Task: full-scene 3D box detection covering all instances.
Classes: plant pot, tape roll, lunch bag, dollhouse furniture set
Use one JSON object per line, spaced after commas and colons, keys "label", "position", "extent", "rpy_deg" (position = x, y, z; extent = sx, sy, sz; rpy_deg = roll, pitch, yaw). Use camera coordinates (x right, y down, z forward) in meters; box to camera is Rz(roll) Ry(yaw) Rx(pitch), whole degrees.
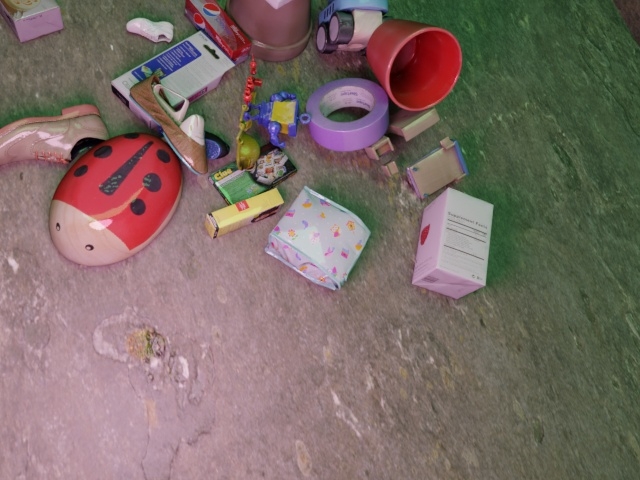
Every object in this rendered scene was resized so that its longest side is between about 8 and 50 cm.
{"label": "plant pot", "position": [-0.159, -0.837, 1.758], "extent": [0.322, 0.280, 0.324], "rpy_deg": [6, 67, -15]}
{"label": "tape roll", "position": [0.092, -0.426, 1.717], "extent": [0.274, 0.090, 0.275], "rpy_deg": [-4, 53, 5]}
{"label": "plant pot", "position": [0.288, -0.601, 1.696], "extent": [0.274, 0.275, 0.243], "rpy_deg": [-8, 39, -21]}
{"label": "lunch bag", "position": [0.000, 0.000, 1.548], "extent": [0.262, 0.160, 0.223], "rpy_deg": [32, 62, 2]}
{"label": "dollhouse furniture set", "position": [0.322, -0.285, 1.819], "extent": [0.286, 0.198, 0.304], "rpy_deg": [-33, 114, -5]}

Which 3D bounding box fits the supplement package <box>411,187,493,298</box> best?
{"label": "supplement package", "position": [0.432, 0.012, 1.672], "extent": [0.175, 0.177, 0.293], "rpy_deg": [19, 64, -10]}

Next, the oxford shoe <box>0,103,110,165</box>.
{"label": "oxford shoe", "position": [-0.763, -0.268, 1.424], "extent": [0.348, 0.123, 0.130], "rpy_deg": [-30, 86, -25]}

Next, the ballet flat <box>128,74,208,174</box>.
{"label": "ballet flat", "position": [-0.417, -0.352, 1.493], "extent": [0.124, 0.116, 0.342], "rpy_deg": [-42, 80, 12]}

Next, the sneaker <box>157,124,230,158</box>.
{"label": "sneaker", "position": [-0.392, -0.313, 1.592], "extent": [0.232, 0.082, 0.090], "rpy_deg": [27, 18, 11]}

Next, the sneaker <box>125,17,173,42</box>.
{"label": "sneaker", "position": [-0.564, -0.695, 1.694], "extent": [0.152, 0.054, 0.061], "rpy_deg": [-2, 73, -20]}

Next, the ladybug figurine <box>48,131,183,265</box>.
{"label": "ladybug figurine", "position": [-0.557, -0.140, 1.416], "extent": [0.305, 0.162, 0.450], "rpy_deg": [30, 63, -5]}

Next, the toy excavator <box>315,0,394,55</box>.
{"label": "toy excavator", "position": [0.095, -0.913, 1.882], "extent": [0.222, 0.433, 0.446], "rpy_deg": [-4, 99, -19]}

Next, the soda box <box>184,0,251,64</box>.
{"label": "soda box", "position": [-0.354, -0.727, 1.753], "extent": [0.083, 0.092, 0.263], "rpy_deg": [-36, 84, -28]}

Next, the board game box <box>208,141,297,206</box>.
{"label": "board game box", "position": [-0.213, -0.211, 1.633], "extent": [0.259, 0.030, 0.136], "rpy_deg": [-34, 85, -26]}

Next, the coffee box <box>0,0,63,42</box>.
{"label": "coffee box", "position": [-0.927, -0.753, 1.571], "extent": [0.141, 0.098, 0.247], "rpy_deg": [-33, 83, -26]}

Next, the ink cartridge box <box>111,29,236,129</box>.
{"label": "ink cartridge box", "position": [-0.466, -0.526, 1.653], "extent": [0.176, 0.069, 0.371], "rpy_deg": [45, 65, 3]}

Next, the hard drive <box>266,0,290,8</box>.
{"label": "hard drive", "position": [-0.098, -0.893, 1.616], "extent": [0.233, 0.047, 0.353], "rpy_deg": [44, 63, 3]}

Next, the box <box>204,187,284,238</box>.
{"label": "box", "position": [-0.229, -0.082, 1.544], "extent": [0.232, 0.087, 0.058], "rpy_deg": [-24, 78, -24]}

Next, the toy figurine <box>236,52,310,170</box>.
{"label": "toy figurine", "position": [-0.136, -0.389, 1.609], "extent": [0.217, 0.191, 0.363], "rpy_deg": [7, 61, -7]}
